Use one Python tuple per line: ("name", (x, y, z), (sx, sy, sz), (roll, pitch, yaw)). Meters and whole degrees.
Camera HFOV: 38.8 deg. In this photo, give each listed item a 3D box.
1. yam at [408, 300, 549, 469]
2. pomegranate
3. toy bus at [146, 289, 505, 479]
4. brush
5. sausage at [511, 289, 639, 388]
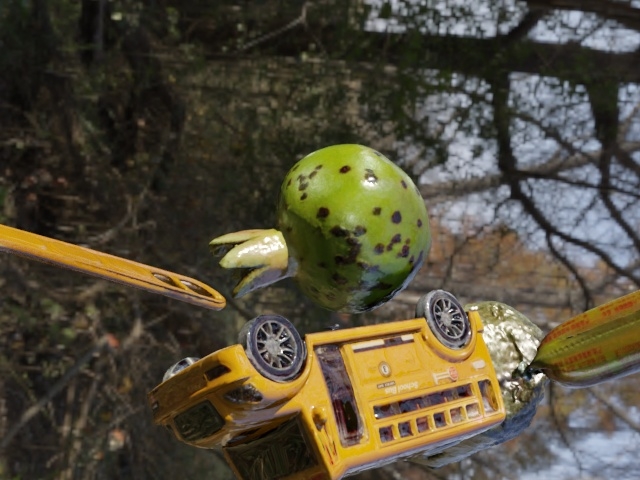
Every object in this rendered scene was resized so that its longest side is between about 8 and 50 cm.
("yam", (0.192, 0.205, 1.284), (0.300, 0.195, 0.195), (123, -27, -64))
("pomegranate", (0.010, 0.010, 1.238), (0.231, 0.286, 0.231), (53, -3, 4))
("toy bus", (0.011, 0.085, 0.485), (0.083, 0.194, 0.088), (-34, -111, 43))
("brush", (-0.168, 0.004, 0.547), (0.090, 0.314, 0.017), (36, -81, 41))
("sausage", (0.349, 0.062, 0.827), (0.082, 0.371, 0.082), (55, 20, -32))
